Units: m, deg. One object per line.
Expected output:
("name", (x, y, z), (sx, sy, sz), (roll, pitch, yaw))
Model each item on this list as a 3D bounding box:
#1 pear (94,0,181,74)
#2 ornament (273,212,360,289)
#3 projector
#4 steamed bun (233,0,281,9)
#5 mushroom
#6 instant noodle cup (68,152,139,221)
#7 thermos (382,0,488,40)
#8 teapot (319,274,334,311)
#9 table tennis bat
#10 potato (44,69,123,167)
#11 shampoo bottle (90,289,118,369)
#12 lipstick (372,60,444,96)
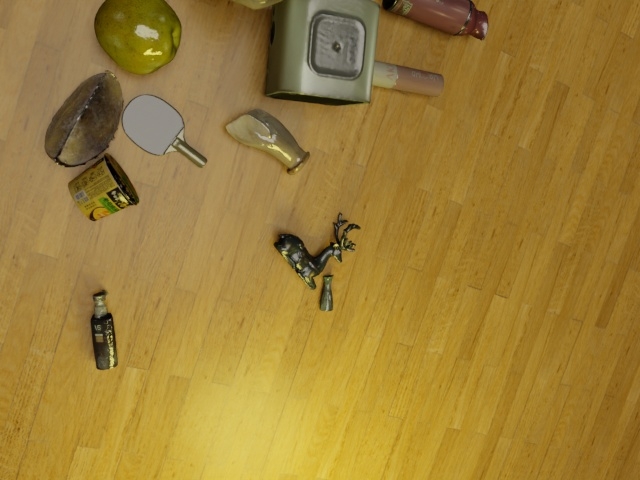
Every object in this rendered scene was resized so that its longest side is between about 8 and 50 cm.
("pear", (-0.433, -0.501, 1.353), (0.198, 0.198, 0.199), (-4, 102, -20))
("ornament", (0.000, 0.000, 1.667), (0.236, 0.080, 0.202), (-41, 114, -6))
("projector", (0.000, -0.491, 1.476), (0.247, 0.248, 0.250), (2, 100, -20))
("steamed bun", (-0.167, -0.693, 1.293), (0.246, 0.383, 0.236), (-25, 129, -17))
("mushroom", (-0.135, -0.280, 1.553), (0.246, 0.096, 0.108), (32, 63, -26))
("instant noodle cup", (-0.544, -0.127, 1.408), (0.122, 0.151, 0.152), (-27, 109, -3))
("thermos", (0.348, -0.683, 1.656), (0.329, 0.136, 0.110), (11, 124, -22))
("teapot", (0.021, 0.159, 1.725), (0.042, 0.042, 0.111), (1, 96, -21))
("table tennis bat", (-0.405, -0.278, 1.491), (0.246, 0.022, 0.138), (37, 86, -21))
("potato", (-0.587, -0.290, 1.400), (0.261, 0.100, 0.120), (-65, 152, -14))
("shampoo bottle", (-0.579, 0.239, 1.507), (0.057, 0.063, 0.208), (-3, 103, -10))
("lipstick", (0.239, -0.478, 1.664), (0.254, 0.070, 0.070), (4, 99, -21))
